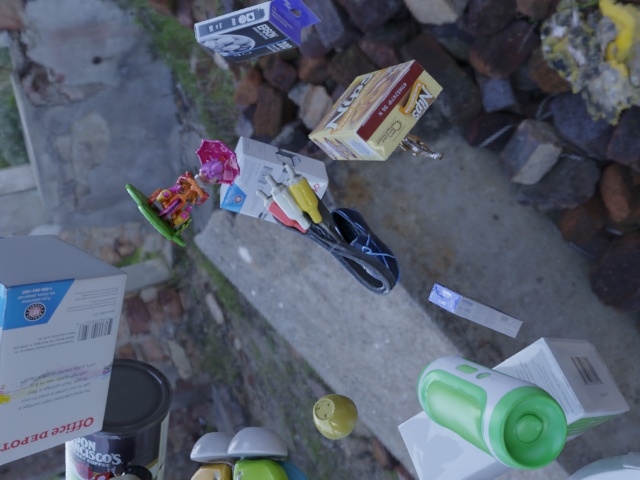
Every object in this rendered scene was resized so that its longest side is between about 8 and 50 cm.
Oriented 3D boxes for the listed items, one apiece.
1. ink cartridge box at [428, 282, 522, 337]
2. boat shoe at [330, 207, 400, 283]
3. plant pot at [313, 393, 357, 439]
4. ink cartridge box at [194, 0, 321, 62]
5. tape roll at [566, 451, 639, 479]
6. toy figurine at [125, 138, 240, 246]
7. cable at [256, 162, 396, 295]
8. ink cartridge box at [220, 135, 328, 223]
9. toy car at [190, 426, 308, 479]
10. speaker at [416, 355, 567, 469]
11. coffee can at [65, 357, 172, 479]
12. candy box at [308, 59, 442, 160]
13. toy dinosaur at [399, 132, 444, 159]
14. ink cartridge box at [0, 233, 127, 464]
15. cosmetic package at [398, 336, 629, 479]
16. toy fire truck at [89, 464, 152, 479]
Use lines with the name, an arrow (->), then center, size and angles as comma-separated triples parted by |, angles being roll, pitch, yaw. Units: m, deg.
ink cartridge box -> 0.356, 0.160, 1.703 | 0.097, 0.207, 0.046 | 29, 95, 58
boat shoe -> 0.097, 0.022, 1.848 | 0.258, 0.089, 0.109 | 50, 117, 37
plant pot -> 0.030, 0.510, 2.199 | 0.134, 0.134, 0.095 | 57, -173, 37
ink cartridge box -> -0.116, -0.420, 1.495 | 0.206, 0.208, 0.045 | -5, -98, -75
tape roll -> 0.561, 0.553, 1.252 | 0.392, 0.072, 0.391 | 6, 102, 31
toy figurine -> -0.194, -0.087, 1.132 | 0.130, 0.159, 0.173 | 48, 178, -13
cable -> 0.000, 0.000, 1.286 | 0.287, 0.072, 0.139 | 52, 139, -3
ink cartridge box -> -0.099, -0.117, 1.556 | 0.082, 0.191, 0.139 | -102, 33, -53
toy car -> -0.086, 0.331, 0.965 | 0.182, 0.136, 0.159 | -21, 58, 42
speaker -> 0.259, 0.263, 1.177 | 0.296, 0.131, 0.131 | -175, 71, -75
coffee can -> -0.404, 0.403, 1.480 | 0.201, 0.202, 0.275 | 50, 138, 46
candy box -> 0.101, -0.257, 1.522 | 0.087, 0.183, 0.316 | 41, 174, -18
toy dinosaur -> 0.231, -0.250, 1.884 | 0.211, 0.112, 0.064 | 55, 133, 42
ink cartridge box -> -0.380, 0.129, 0.945 | 0.168, 0.171, 0.232 | 22, 105, 33
cosmetic package -> 0.352, 0.333, 1.398 | 0.365, 0.197, 0.155 | -43, 56, 33
toy fire truck -> -0.396, 0.511, 1.314 | 0.158, 0.246, 0.217 | -98, -7, -60
